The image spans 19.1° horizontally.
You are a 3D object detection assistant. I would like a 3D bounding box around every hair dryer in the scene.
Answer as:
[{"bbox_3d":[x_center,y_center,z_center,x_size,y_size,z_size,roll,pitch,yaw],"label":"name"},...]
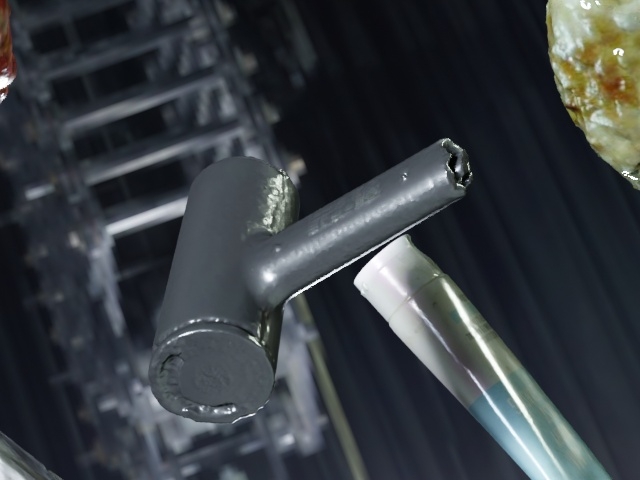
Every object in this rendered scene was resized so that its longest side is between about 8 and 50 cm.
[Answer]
[{"bbox_3d":[0.000,0.000,1.320,0.251,0.197,0.089,-26,-57,27],"label":"hair dryer"}]

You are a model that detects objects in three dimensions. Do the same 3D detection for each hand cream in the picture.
[{"bbox_3d":[0.156,0.130,1.685,0.070,0.312,0.111,-48,-11,24],"label":"hand cream"}]

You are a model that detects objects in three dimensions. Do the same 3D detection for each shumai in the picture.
[{"bbox_3d":[0.285,-0.130,1.170,0.272,0.222,0.204,7,2,-24],"label":"shumai"}]

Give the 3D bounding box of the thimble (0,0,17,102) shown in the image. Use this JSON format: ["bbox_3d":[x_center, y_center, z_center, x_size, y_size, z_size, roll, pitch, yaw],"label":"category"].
[{"bbox_3d":[-0.400,-0.241,1.560,0.231,0.350,0.350,-20,-21,-9],"label":"thimble"}]

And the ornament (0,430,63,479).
[{"bbox_3d":[-0.222,0.269,1.209,0.240,0.240,0.239,-49,-56,-7],"label":"ornament"}]
